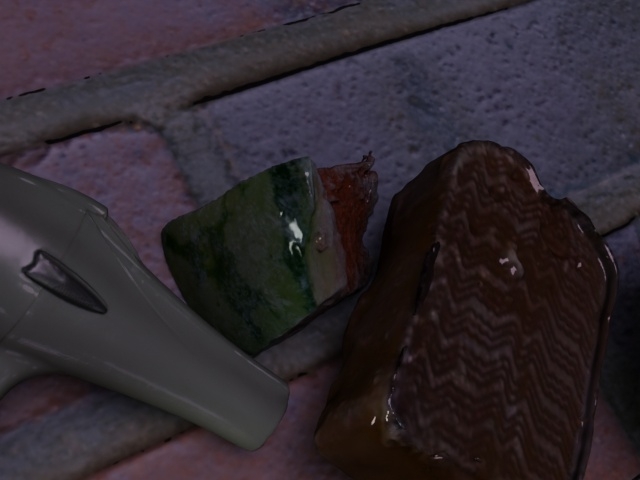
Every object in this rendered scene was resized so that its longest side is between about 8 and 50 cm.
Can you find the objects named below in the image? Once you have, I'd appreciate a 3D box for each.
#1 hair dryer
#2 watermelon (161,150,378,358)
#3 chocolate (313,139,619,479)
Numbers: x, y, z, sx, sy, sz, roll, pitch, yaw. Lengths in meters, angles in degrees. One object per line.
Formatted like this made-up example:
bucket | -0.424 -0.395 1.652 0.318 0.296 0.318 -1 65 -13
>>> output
hair dryer | -0.134 0.107 0.474 0.229 0.092 0.267 17 82 -24
watermelon | -0.023 0.010 0.566 0.098 0.121 0.158 67 18 -3
chocolate | 0.086 0.056 0.546 0.148 0.093 0.214 39 51 -21
